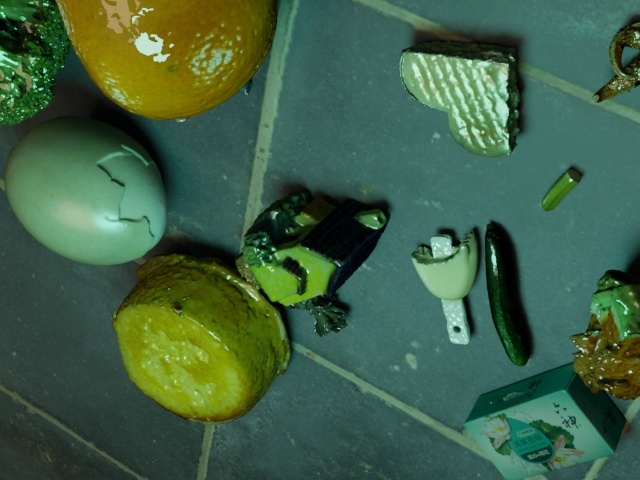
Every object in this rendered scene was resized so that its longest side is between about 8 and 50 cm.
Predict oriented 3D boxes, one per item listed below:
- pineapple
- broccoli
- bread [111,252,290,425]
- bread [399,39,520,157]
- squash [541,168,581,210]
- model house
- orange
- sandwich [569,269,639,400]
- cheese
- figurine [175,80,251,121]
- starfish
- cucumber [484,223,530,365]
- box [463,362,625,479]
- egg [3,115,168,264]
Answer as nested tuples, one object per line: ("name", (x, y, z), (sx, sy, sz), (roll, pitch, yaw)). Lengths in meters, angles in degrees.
("pineapple", (-0.048, 0.092, 1.780), (0.251, 0.125, 0.125), (44, 134, -8))
("broccoli", (-0.637, -0.393, 1.708), (0.310, 0.320, 0.414), (22, 96, 65))
("bread", (-0.247, 0.212, 1.925), (0.397, 0.215, 0.398), (16, 131, 19))
("bread", (0.233, -0.239, 1.393), (0.232, 0.064, 0.172), (43, 133, -1))
("squash", (0.376, -0.076, 1.434), (0.027, 0.027, 0.083), (39, 134, 4))
("model house", (0.000, 0.000, 1.623), (0.211, 0.194, 0.170), (-15, 108, 41))
("orange", (-0.239, -0.401, 1.387), (0.326, 0.424, 0.424), (-17, 117, -6))
("sandwich", (0.494, 0.133, 1.422), (0.301, 0.250, 0.162), (116, 146, -51))
("cheese", (0.236, 0.087, 1.625), (0.127, 0.050, 0.235), (1, 121, 31))
("figurine", (-0.221, -0.287, 1.617), (0.178, 0.145, 0.114), (10, 141, 15))
("starfish", (0.461, -0.237, 1.233), (0.146, 0.074, 0.190), (46, 134, 0))
("cucumber", (0.320, 0.102, 1.577), (0.056, 0.056, 0.284), (0, 119, 34))
("box", (0.404, 0.333, 1.653), (0.153, 0.092, 0.244), (51, 134, -7))
("egg", (-0.447, -0.090, 1.800), (0.336, 0.278, 0.278), (34, 133, 14))
